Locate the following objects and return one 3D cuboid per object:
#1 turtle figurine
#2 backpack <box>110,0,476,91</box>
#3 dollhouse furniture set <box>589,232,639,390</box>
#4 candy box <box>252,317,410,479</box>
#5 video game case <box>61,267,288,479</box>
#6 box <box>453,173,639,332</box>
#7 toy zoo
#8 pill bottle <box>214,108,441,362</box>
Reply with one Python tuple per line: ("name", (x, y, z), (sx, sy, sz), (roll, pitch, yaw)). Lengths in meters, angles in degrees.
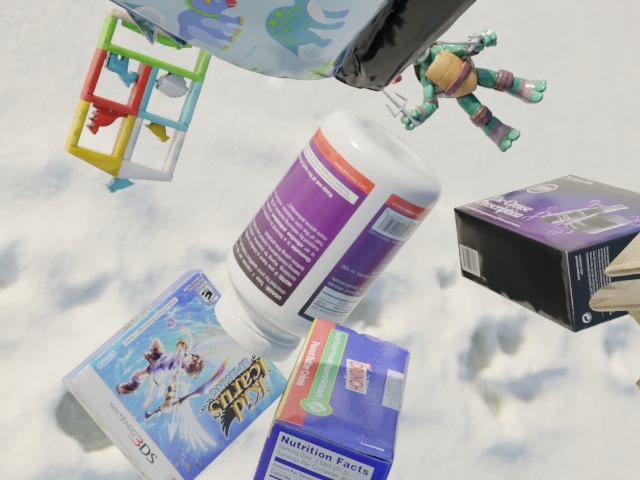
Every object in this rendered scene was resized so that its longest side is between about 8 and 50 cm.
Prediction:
("turtle figurine", (0.192, -0.229, 1.510), (0.234, 0.175, 0.118), (26, 28, -19))
("backpack", (-0.048, -0.252, 0.645), (0.355, 0.290, 0.273), (38, 51, -10))
("dollhouse furniture set", (0.305, 0.087, 0.889), (0.144, 0.123, 0.151), (-42, 101, -22))
("candy box", (-0.016, 0.275, 1.078), (0.268, 0.122, 0.317), (-59, 168, -73))
("video game case", (-0.216, 0.220, 1.662), (0.269, 0.061, 0.244), (-42, 105, -24))
("box", (0.303, 0.006, 1.285), (0.184, 0.261, 0.103), (-13, 107, -19))
("toy zoo", (-0.309, -0.219, 1.803), (0.192, 0.030, 0.293), (16, 96, -31))
("pill bottle", (0.000, 0.000, 1.408), (0.181, 0.323, 0.181), (34, 18, -12))
